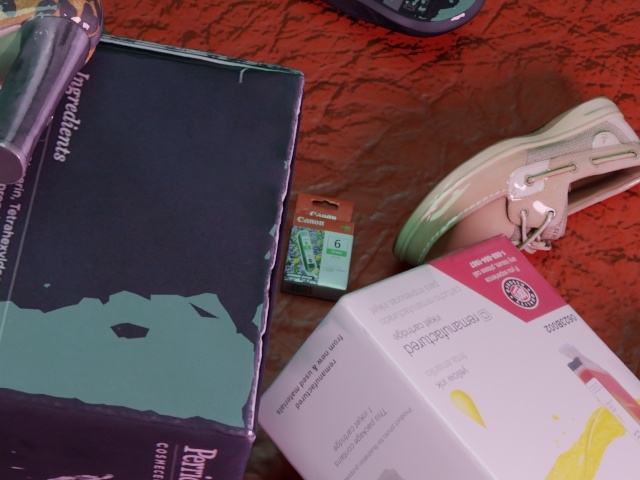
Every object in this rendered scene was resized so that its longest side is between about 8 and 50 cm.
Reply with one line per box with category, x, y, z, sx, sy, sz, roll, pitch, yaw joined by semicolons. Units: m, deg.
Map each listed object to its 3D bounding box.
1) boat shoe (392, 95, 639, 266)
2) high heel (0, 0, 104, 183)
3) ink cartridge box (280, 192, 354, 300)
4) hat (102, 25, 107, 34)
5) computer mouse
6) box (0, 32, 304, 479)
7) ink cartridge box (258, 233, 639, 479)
boat shoe;0.207;-0.042;1.555;0.302;0.109;0.098;-28;67;-27
high heel;-0.277;-0.137;1.003;0.261;0.093;0.186;15;49;3
ink cartridge box;0.000;0.000;1.542;0.062;0.029;0.115;10;61;-3
hat;-0.348;-0.186;1.595;0.208;0.183;0.173;6;62;-56
computer mouse;0.059;-0.303;1.692;0.272;0.072;0.188;30;78;16
box;-0.282;0.067;1.205;0.471;0.480;0.297;8;62;-4
ink cartridge box;0.175;0.204;1.320;0.385;0.160;0.279;49;34;17
